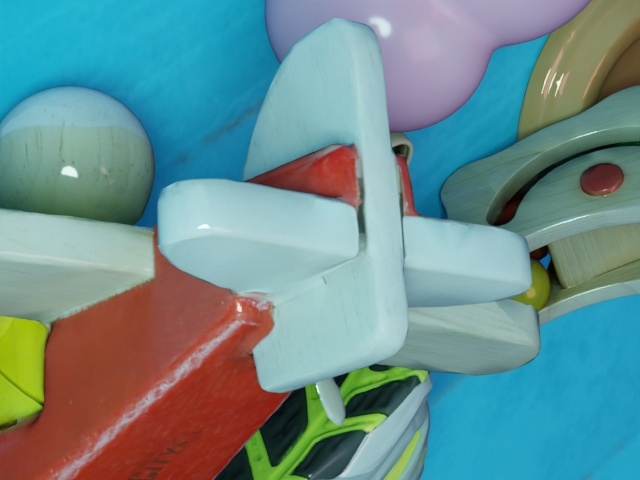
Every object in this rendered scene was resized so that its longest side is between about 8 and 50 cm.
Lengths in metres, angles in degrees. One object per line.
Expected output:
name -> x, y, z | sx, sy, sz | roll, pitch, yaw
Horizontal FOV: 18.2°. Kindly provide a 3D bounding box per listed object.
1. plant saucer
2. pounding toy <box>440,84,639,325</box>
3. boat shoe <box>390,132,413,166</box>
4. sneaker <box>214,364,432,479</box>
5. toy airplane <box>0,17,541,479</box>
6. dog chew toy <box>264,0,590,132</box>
plant saucer -> 0.216, -0.095, 1.404 | 0.200, 0.037, 0.200 | -25, 127, -38
pounding toy -> 0.218, 0.005, 1.312 | 0.269, 0.154, 0.155 | -25, 129, -3
boat shoe -> 0.000, 0.000, 1.203 | 0.063, 0.059, 0.170 | 26, 90, -51
sneaker -> -0.063, 0.206, 1.183 | 0.385, 0.145, 0.147 | -36, 133, -27
toy airplane -> -0.090, 0.020, 0.954 | 0.384, 0.272, 0.386 | -20, 146, -1
dog chew toy -> 0.089, -0.203, 1.093 | 0.332, 0.206, 0.206 | -55, 140, 2
